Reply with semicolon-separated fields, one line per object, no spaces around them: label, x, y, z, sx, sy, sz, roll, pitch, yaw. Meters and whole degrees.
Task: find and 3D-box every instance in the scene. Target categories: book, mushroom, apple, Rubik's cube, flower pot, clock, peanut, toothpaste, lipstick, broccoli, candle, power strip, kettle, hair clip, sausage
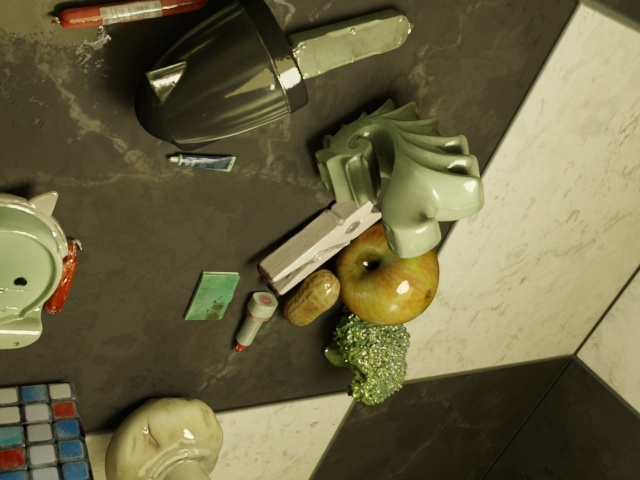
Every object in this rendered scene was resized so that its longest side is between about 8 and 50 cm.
book;-0.251;0.131;1.488;0.103;0.017;0.135;5;122;-39
mushroom;-0.358;0.563;1.551;0.314;0.336;0.314;-19;127;-28
apple;0.176;0.088;1.602;0.264;0.264;0.264;-21;136;-22
Rubik's cube;-0.641;0.492;1.283;0.287;0.293;0.292;2;124;-32
flower pot;0.169;-0.135;1.305;0.254;0.367;0.165;-31;135;-13
clock;-0.572;0.041;1.085;0.265;0.108;0.324;11;120;-44
peanut;-0.024;0.147;1.583;0.108;0.095;0.226;-27;166;-44
toothpaste;-0.232;-0.155;1.247;0.140;0.021;0.037;0;132;-40
lipstick;-0.176;0.213;1.595;0.063;0.057;0.186;4;128;-40
broccoli;0.138;0.305;1.763;0.260;0.235;0.288;109;1;-66
candle;-0.492;0.069;1.224;0.048;0.053;0.162;4;121;-46
power strip;0.058;-0.390;1.239;0.286;0.048;0.080;-23;139;-20
kettle;-0.187;-0.266;1.083;0.271;0.251;0.207;-28;108;-5
hair clip;-0.002;-0.003;1.511;0.331;0.085;0.101;-40;142;-10
sausage;-0.294;-0.365;1.003;0.253;0.034;0.034;-17;134;-24

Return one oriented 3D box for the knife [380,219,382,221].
knife;0.173;0.020;1.719;0.054;0.015;0.212;-23;138;-9
